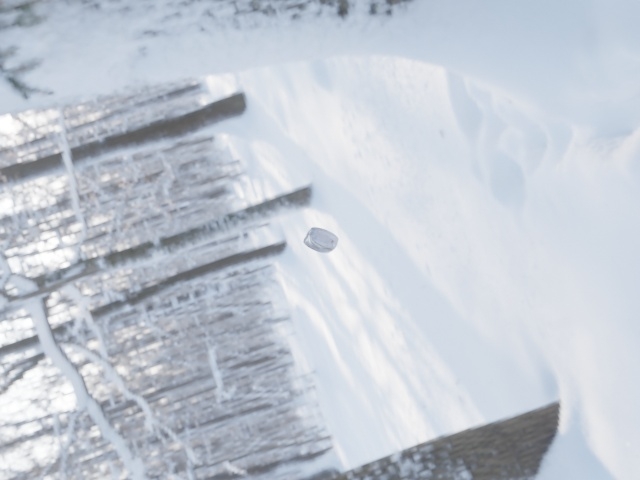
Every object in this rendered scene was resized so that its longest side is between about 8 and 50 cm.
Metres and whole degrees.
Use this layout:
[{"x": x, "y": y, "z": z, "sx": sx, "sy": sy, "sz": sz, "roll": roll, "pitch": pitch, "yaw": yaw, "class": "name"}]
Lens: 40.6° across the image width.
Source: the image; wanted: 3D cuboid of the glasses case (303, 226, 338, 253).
[{"x": 0.000, "y": 0.000, "z": 0.917, "sx": 0.083, "sy": 0.032, "sz": 0.021, "roll": 145, "pitch": 149, "yaw": -82, "class": "glasses case"}]
